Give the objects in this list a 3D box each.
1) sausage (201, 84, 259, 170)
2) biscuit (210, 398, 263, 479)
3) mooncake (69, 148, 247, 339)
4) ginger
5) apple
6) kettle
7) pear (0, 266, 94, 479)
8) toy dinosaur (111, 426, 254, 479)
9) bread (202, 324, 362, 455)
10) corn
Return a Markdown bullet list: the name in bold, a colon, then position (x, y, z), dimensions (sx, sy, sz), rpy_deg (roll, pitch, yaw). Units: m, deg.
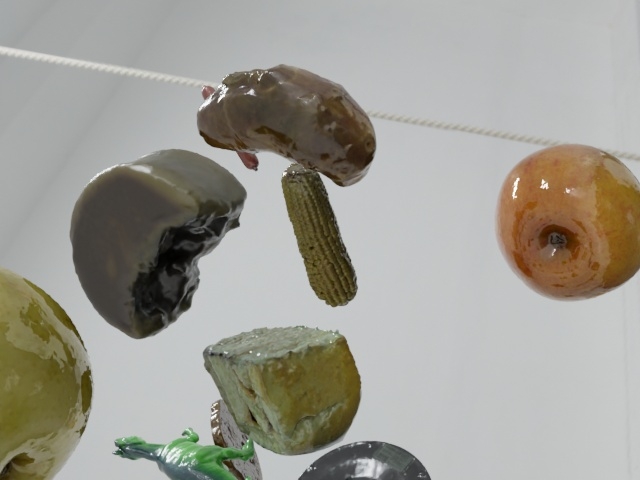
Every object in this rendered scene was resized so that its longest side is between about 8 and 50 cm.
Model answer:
- **sausage**: position (-0.171, -0.214, 1.157), dimensions (0.223, 0.029, 0.029), rpy_deg (57, 170, 21)
- **biscuit**: position (-0.240, 0.600, 1.746), dimensions (0.257, 0.049, 0.273), rpy_deg (61, 180, -34)
- **mooncake**: position (-0.348, -0.002, 1.396), dimensions (0.246, 0.395, 0.392), rpy_deg (-42, -65, -65)
- **ginger**: position (-0.056, -0.202, 0.998), dimensions (0.165, 0.322, 0.172), rpy_deg (-43, -33, -52)
- **apple**: position (0.482, -0.031, 1.196), dimensions (0.275, 0.299, 0.298), rpy_deg (-44, -32, -53)
- **kettle**: position (0.052, 0.354, 0.621), dimensions (0.202, 0.144, 0.232), rpy_deg (-38, -56, -36)
- **pear**: position (-0.459, 0.195, 0.756), dimensions (0.348, 0.349, 0.347), rpy_deg (12, -90, -82)
- **toy dinosaur**: position (-0.321, 0.545, 1.444), dimensions (0.500, 0.375, 0.143), rpy_deg (163, 117, -80)
- **bread**: position (-0.094, 0.347, 1.427), dimensions (0.395, 0.239, 0.263), rpy_deg (-10, 98, 58)
- **corn**: position (0.000, 0.000, 1.179), dimensions (0.097, 0.097, 0.319), rpy_deg (-67, -35, -55)
